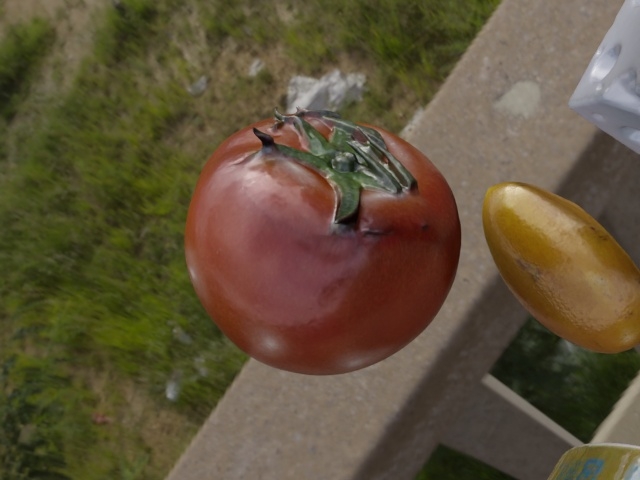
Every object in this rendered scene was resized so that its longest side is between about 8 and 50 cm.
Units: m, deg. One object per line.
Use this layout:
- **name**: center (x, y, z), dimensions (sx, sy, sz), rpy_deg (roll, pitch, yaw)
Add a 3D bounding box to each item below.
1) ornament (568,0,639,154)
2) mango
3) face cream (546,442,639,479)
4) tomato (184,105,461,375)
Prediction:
- **ornament**: center (0.398, -0.158, 0.758), dimensions (0.240, 0.239, 0.239), rpy_deg (-60, 11, -3)
- **mango**: center (0.244, 0.026, 0.958), dimensions (0.102, 0.141, 0.217), rpy_deg (-40, 77, -4)
- **face cream**: center (0.082, 0.227, 0.441), dimensions (0.067, 0.139, 0.285), rpy_deg (38, 73, 2)
- **tomato**: center (0.000, 0.000, 0.868), dimensions (0.256, 0.255, 0.225), rpy_deg (40, 129, 37)
